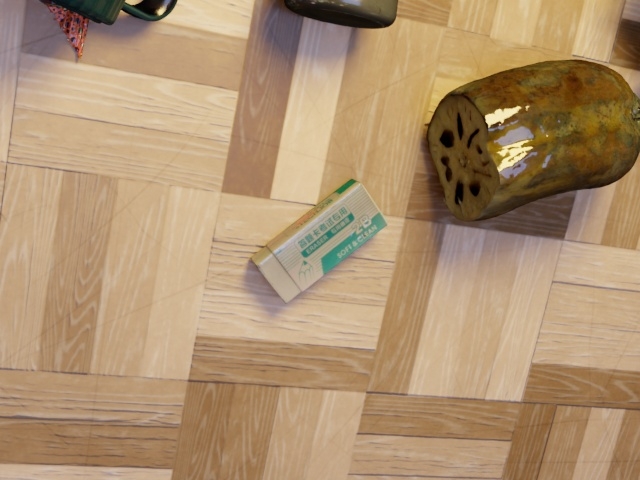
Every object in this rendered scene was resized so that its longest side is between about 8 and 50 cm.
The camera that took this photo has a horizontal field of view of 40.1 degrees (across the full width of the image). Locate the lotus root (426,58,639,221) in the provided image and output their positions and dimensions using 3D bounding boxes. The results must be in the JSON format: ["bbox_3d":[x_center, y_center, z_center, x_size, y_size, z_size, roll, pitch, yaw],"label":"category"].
[{"bbox_3d":[0.371,-0.174,1.459,0.346,0.250,0.250,-13,108,-14],"label":"lotus root"}]

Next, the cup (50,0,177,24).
[{"bbox_3d":[-0.315,-0.460,1.180,0.242,0.308,0.292,26,95,9],"label":"cup"}]

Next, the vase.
[{"bbox_3d":[0.056,-0.492,1.311,0.173,0.173,0.321,8,98,-20],"label":"vase"}]

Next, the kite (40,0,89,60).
[{"bbox_3d":[-0.369,-0.389,1.281,0.125,0.008,0.222,-36,112,-6],"label":"kite"}]

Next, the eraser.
[{"bbox_3d":[0.000,0.000,1.484,0.225,0.052,0.095,-38,114,-5],"label":"eraser"}]
